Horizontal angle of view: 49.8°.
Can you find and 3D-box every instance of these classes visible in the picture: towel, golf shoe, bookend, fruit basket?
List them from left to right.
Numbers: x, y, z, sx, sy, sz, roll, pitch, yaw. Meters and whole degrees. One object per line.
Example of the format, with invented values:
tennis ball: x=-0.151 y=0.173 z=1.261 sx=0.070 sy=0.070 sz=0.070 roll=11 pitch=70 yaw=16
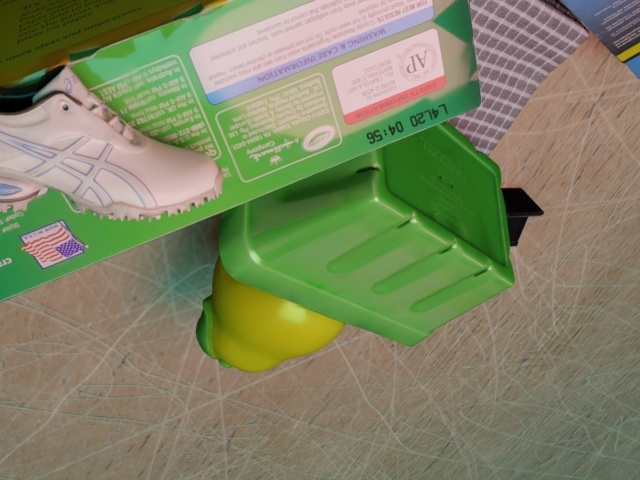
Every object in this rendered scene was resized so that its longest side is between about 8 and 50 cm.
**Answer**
golf shoe: x=-0.142 y=-0.062 z=0.424 sx=0.176 sy=0.069 sz=0.086 roll=2 pitch=118 yaw=-22
fruit basket: x=0.000 y=0.000 z=0.830 sx=0.392 sy=0.282 sz=0.392 roll=0 pitch=155 yaw=0
towel: x=0.167 y=-0.235 z=0.861 sx=0.284 sy=0.121 sz=0.235 roll=13 pitch=122 yaw=-30
bookend: x=0.252 y=-0.001 z=1.116 sx=0.156 sy=0.072 sz=0.157 roll=-2 pitch=128 yaw=-21

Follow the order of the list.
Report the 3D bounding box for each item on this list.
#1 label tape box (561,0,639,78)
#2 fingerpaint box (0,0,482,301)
label tape box: x=0.409 y=-0.329 z=0.778 sx=0.241 sy=0.105 sz=0.334 roll=-30 pitch=159 yaw=31
fingerpaint box: x=-0.145 y=-0.174 z=0.618 sx=0.445 sy=0.371 sz=0.163 roll=-23 pitch=129 yaw=-4
